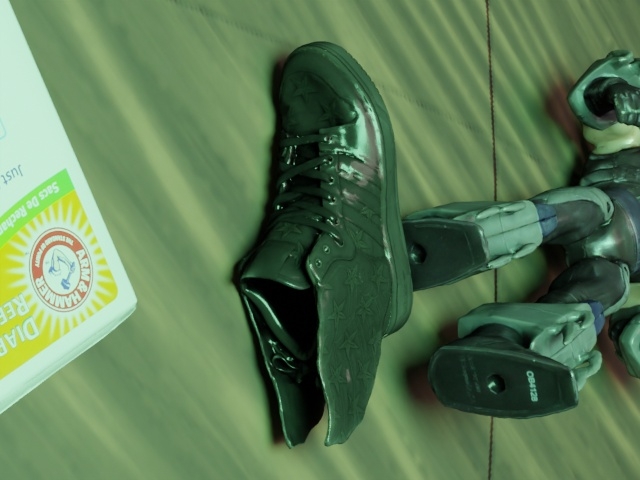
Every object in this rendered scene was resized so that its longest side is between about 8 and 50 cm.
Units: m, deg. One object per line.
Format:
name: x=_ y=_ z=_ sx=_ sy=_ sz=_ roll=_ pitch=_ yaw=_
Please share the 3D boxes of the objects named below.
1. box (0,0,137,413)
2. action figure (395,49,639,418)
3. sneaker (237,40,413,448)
box: x=-0.163 y=-0.039 z=0.563 sx=0.103 sy=0.114 sz=0.203 roll=-38 pitch=111 yaw=-47
action figure: x=0.145 y=0.003 z=0.919 sx=0.285 sy=0.099 sz=0.185 roll=-26 pitch=97 yaw=-51
sneaker: x=-0.002 y=0.000 z=0.785 sx=0.089 sy=0.051 sz=0.170 roll=-24 pitch=104 yaw=-52
